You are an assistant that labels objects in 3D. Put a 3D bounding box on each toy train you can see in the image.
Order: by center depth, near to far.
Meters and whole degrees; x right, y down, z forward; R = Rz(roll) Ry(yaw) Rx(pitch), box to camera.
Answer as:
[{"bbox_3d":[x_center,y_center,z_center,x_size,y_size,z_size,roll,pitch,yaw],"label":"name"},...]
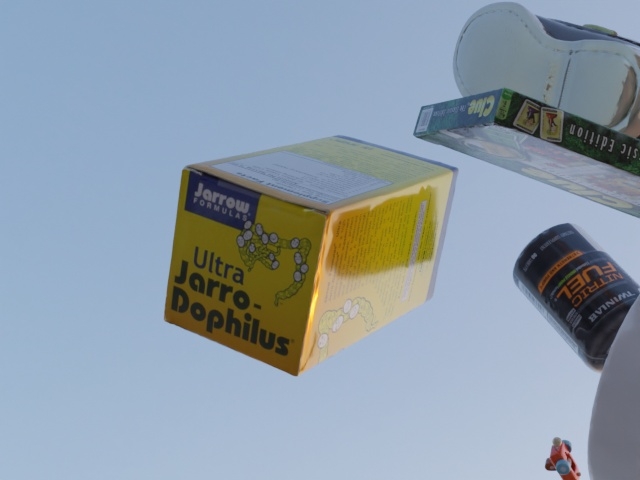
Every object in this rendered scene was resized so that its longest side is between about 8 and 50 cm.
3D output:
[{"bbox_3d":[0.315,0.340,1.292,0.046,0.166,0.125,-26,-74,25],"label":"toy train"}]

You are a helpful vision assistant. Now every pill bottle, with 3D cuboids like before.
[{"bbox_3d":[0.389,0.096,1.401,0.130,0.246,0.130,-19,-44,-19],"label":"pill bottle"}]

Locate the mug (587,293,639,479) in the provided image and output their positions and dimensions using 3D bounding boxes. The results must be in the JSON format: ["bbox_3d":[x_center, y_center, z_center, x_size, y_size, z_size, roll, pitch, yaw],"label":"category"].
[{"bbox_3d":[0.438,0.162,0.887,0.328,0.276,0.374,19,-17,40],"label":"mug"}]

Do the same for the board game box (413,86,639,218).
[{"bbox_3d":[0.210,-0.052,0.736,0.259,0.136,0.030,18,-91,-17],"label":"board game box"}]

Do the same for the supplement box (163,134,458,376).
[{"bbox_3d":[0.000,0.000,1.235,0.194,0.356,0.195,19,-70,27],"label":"supplement box"}]

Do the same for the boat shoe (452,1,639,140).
[{"bbox_3d":[0.237,-0.157,0.964,0.096,0.324,0.117,7,-75,-25],"label":"boat shoe"}]
